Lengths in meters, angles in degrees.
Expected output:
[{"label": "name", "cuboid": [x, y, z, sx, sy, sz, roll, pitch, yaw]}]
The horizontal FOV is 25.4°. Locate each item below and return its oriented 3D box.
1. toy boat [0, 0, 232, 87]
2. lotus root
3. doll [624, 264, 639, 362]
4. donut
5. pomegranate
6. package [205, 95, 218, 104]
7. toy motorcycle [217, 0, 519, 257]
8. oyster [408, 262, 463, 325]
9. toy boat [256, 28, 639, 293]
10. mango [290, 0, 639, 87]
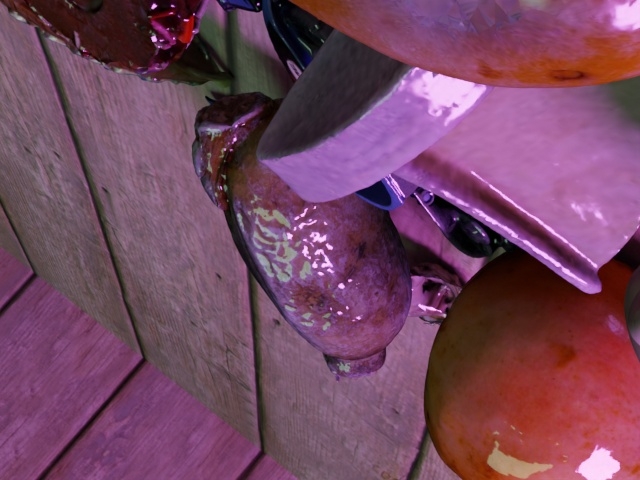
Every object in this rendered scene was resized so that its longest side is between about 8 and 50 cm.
[{"label": "toy boat", "cuboid": [-0.228, -0.237, 1.483, 0.293, 0.108, 0.099, 31, -168, 9]}, {"label": "lotus root", "cuboid": [0.002, -0.001, 1.434, 0.175, 0.175, 0.349, 17, 142, 52]}, {"label": "doll", "cuboid": [0.352, 0.075, 0.872, 0.370, 0.226, 0.215, 33, 133, -7]}, {"label": "donut", "cuboid": [-0.209, -0.273, 1.309, 0.270, 0.103, 0.269, 34, 158, 16]}, {"label": "pomegranate", "cuboid": [0.223, 0.129, 1.203, 0.270, 0.229, 0.252, 27, 180, 18]}, {"label": "package", "cuboid": [-0.039, -0.088, 1.563, 0.171, 0.027, 0.173, 22, 153, 52]}, {"label": "toy motorcycle", "cuboid": [0.043, -0.127, 1.160, 0.358, 0.125, 0.213, 54, 167, -30]}, {"label": "oyster", "cuboid": [0.109, 0.055, 1.561, 0.108, 0.053, 0.166, 28, 162, -28]}, {"label": "toy boat", "cuboid": [0.128, -0.095, 0.987, 0.294, 0.111, 0.276, 12, 139, -19]}, {"label": "mango", "cuboid": [0.063, -0.197, 0.771, 0.384, 0.199, 0.221, 10, 137, 33]}]
